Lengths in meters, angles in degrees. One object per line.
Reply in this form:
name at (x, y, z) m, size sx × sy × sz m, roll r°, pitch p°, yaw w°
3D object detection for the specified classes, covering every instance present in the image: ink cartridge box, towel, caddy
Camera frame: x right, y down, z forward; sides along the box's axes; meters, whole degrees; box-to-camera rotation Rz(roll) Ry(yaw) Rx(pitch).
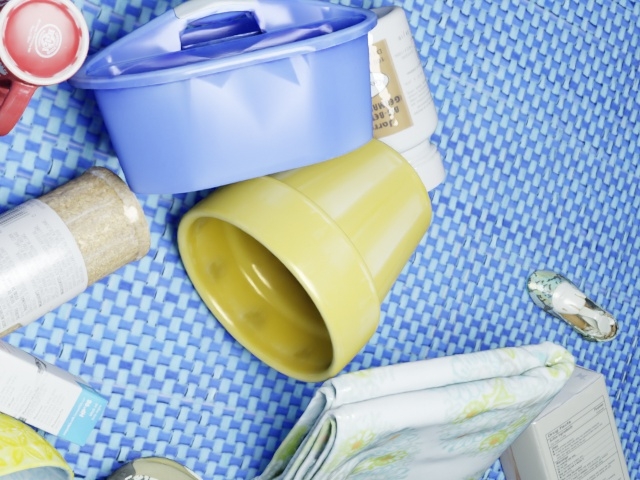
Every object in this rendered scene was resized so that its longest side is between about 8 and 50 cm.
ink cartridge box at (-0.337, 0.154, 1.104) m, size 0.180 × 0.104 × 0.060 m, roll 33°, pitch 81°, yaw -30°
towel at (0.110, 0.262, 1.285) m, size 0.375 × 0.090 × 0.320 m, roll -5°, pitch 145°, yaw -31°
caddy at (-0.099, -0.181, 1.095) m, size 0.342 × 0.241 × 0.179 m, roll -14°, pitch 111°, yaw -11°

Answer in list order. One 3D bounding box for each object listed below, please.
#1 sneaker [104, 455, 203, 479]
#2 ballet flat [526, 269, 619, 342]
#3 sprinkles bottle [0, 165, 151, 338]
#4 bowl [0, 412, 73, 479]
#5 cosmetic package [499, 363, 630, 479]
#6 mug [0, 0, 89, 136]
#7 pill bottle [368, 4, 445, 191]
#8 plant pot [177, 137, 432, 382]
sneaker at (-0.129, 0.438, 1.226) m, size 0.158 × 0.182 × 0.410 m, roll -37°, pitch 114°, yaw -20°
ballet flat at (0.398, 0.103, 1.551) m, size 0.188 × 0.070 × 0.070 m, roll 31°, pitch 82°, yaw -30°
sprinkles bottle at (-0.349, 0.047, 1.038) m, size 0.355 × 0.121 × 0.121 m, roll -33°, pitch 113°, yaw -32°
bowl at (-0.419, 0.253, 1.024) m, size 0.290 × 0.289 × 0.156 m, roll -27°, pitch 67°, yaw -24°
cosmetic package at (0.373, 0.348, 1.538) m, size 0.153 × 0.129 × 0.296 m, roll -26°, pitch 111°, yaw -23°
mug at (-0.302, -0.189, 1.031) m, size 0.113 × 0.169 × 0.150 m, roll -19°, pitch 107°, yaw -27°
pill bottle at (0.078, -0.171, 1.279) m, size 0.131 × 0.131 × 0.229 m, roll -30°, pitch 112°, yaw -23°
plant pot at (0.000, 0.000, 1.201) m, size 0.239 × 0.254 × 0.254 m, roll -42°, pitch 116°, yaw -28°
